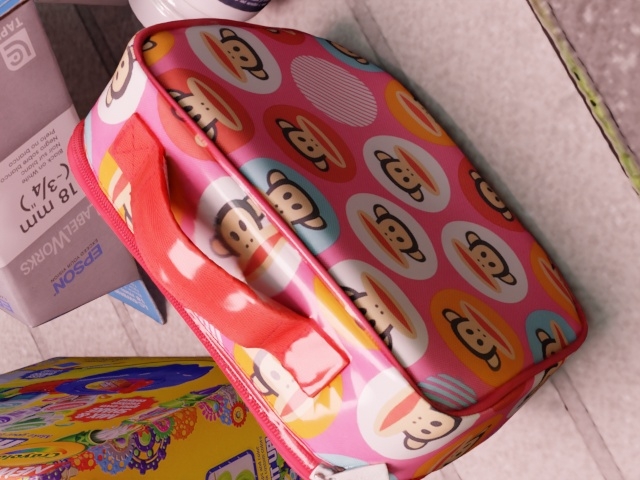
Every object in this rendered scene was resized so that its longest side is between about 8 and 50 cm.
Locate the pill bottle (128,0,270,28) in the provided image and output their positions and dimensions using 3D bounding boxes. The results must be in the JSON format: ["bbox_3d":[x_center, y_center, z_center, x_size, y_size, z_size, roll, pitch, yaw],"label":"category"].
[{"bbox_3d":[-0.055,-0.207,0.706,0.169,0.094,0.094,-41,76,32],"label":"pill bottle"}]

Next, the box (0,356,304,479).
[{"bbox_3d":[-0.181,0.199,0.752,0.290,0.279,0.177,-5,96,33],"label":"box"}]

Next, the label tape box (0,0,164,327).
[{"bbox_3d":[-0.271,-0.049,0.766,0.241,0.106,0.333,24,147,28],"label":"label tape box"}]

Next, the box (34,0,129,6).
[{"bbox_3d":[-0.176,-0.240,0.734,0.130,0.170,0.091,-35,79,32],"label":"box"}]

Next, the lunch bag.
[{"bbox_3d":[0.000,0.000,0.609,0.293,0.258,0.120,51,121,16],"label":"lunch bag"}]
